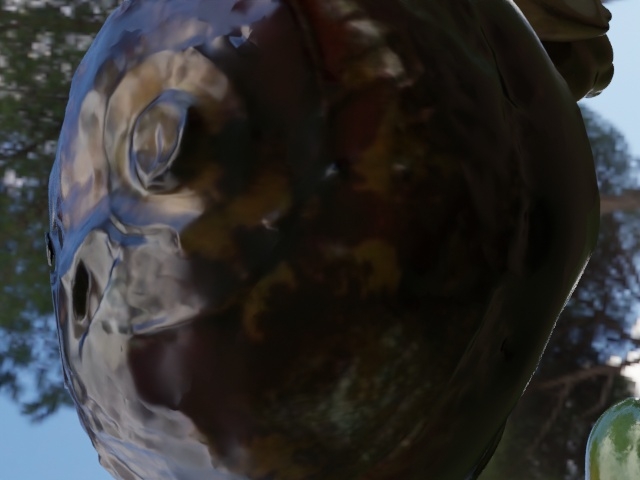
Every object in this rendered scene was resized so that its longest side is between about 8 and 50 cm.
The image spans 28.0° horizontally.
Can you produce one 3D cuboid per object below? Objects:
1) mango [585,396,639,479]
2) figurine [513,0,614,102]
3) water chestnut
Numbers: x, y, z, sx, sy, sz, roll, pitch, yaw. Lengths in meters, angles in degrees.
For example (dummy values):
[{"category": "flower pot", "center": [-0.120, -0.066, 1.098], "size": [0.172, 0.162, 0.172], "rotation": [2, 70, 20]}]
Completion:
[{"category": "mango", "center": [0.272, 0.244, 1.000], "size": [0.114, 0.156, 0.251], "rotation": [-26, -92, -11]}, {"category": "figurine", "center": [0.114, -0.171, 1.026], "size": [0.247, 0.173, 0.177], "rotation": [9, -129, -23]}, {"category": "water chestnut", "center": [0.000, 0.000, 0.583], "size": [0.244, 0.289, 0.289], "rotation": [0, -82, -13]}]
